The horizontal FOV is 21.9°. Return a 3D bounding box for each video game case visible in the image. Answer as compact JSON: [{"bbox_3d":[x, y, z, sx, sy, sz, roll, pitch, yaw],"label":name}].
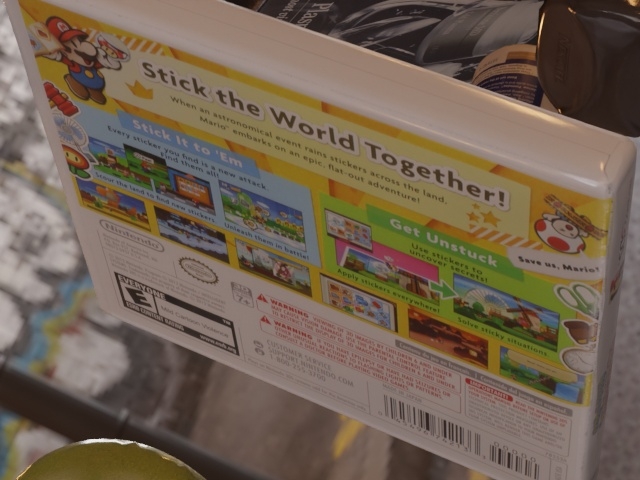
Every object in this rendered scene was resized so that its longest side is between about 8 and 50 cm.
[{"bbox_3d":[0.000,0.000,0.607,0.026,0.227,0.206,-56,-23,-30],"label":"video game case"}]

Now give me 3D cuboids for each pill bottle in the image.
[{"bbox_3d":[0.105,-0.045,0.907,0.067,0.067,0.120,-52,15,52],"label":"pill bottle"}]

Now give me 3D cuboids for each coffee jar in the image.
[{"bbox_3d":[0.166,-0.143,0.817,0.096,0.079,0.184,84,-153,-54],"label":"coffee jar"}]

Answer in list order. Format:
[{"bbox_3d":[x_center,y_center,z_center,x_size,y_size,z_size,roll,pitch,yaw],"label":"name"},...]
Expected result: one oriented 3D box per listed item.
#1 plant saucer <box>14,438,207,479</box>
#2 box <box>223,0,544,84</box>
[{"bbox_3d":[-0.147,0.260,1.151,0.241,0.241,0.037,-61,-17,17],"label":"plant saucer"},{"bbox_3d":[0.057,-0.212,1.085,0.343,0.312,0.179,143,116,-63],"label":"box"}]
